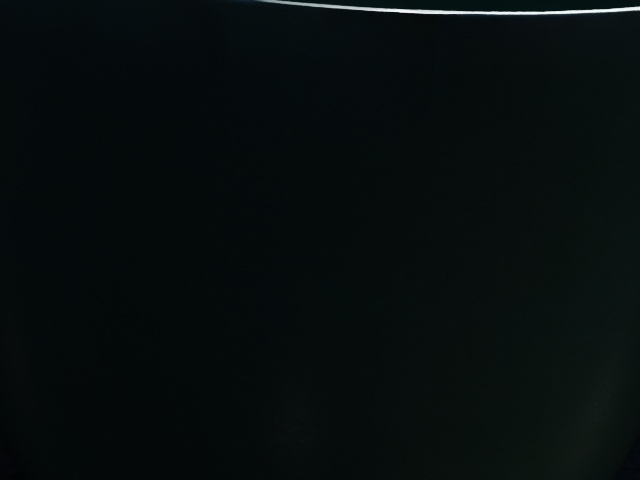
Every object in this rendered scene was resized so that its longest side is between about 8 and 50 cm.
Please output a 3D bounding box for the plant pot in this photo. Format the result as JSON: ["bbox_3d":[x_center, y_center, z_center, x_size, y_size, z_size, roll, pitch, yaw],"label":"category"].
[{"bbox_3d":[0.000,0.000,0.682,0.293,0.235,0.293,4,19,-1],"label":"plant pot"}]
